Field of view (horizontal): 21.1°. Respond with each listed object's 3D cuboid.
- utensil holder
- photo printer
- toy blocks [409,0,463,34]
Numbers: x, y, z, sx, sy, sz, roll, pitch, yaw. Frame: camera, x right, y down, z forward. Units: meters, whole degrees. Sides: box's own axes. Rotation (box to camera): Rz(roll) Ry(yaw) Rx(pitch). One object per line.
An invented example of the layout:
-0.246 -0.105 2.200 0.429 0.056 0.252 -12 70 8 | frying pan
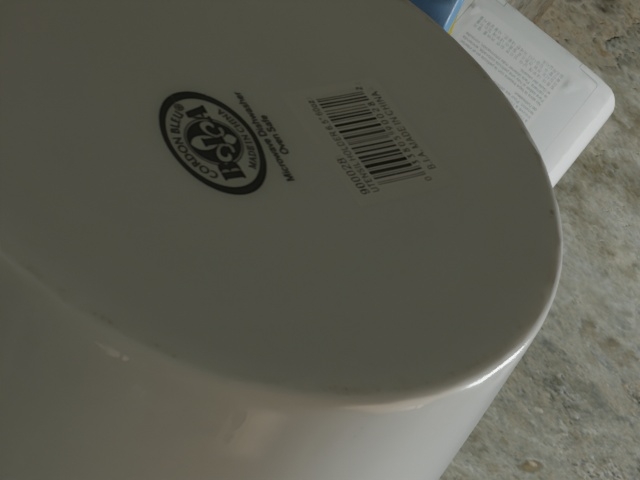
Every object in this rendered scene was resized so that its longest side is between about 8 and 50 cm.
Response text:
-0.105 0.074 0.846 0.327 0.328 0.385 -46 169 -48 | utensil holder
0.146 -0.120 1.912 0.307 0.256 0.107 -50 177 -23 | photo printer
0.037 -0.141 1.508 0.260 0.191 0.381 -65 173 8 | toy blocks
